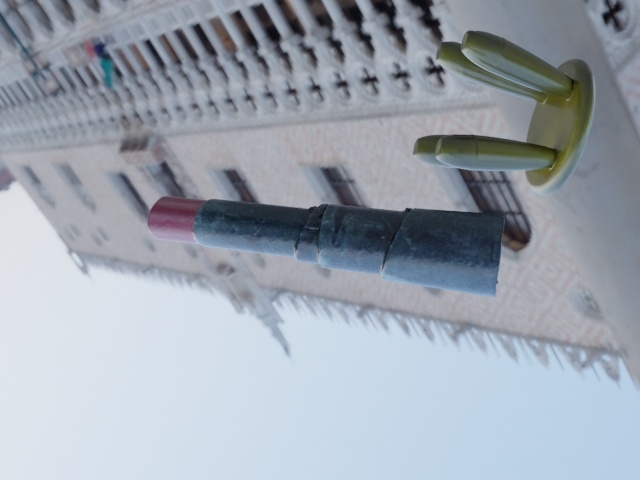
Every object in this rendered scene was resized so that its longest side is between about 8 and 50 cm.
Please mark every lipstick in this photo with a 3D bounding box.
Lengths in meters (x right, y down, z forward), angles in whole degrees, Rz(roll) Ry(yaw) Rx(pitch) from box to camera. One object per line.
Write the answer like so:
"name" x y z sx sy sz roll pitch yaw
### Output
"lipstick" 0.000 0.000 0.615 0.234 0.054 0.053 5 -149 10

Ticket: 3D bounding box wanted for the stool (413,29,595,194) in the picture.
"stool" 0.144 -0.101 0.743 0.134 0.110 0.135 110 -9 -49
